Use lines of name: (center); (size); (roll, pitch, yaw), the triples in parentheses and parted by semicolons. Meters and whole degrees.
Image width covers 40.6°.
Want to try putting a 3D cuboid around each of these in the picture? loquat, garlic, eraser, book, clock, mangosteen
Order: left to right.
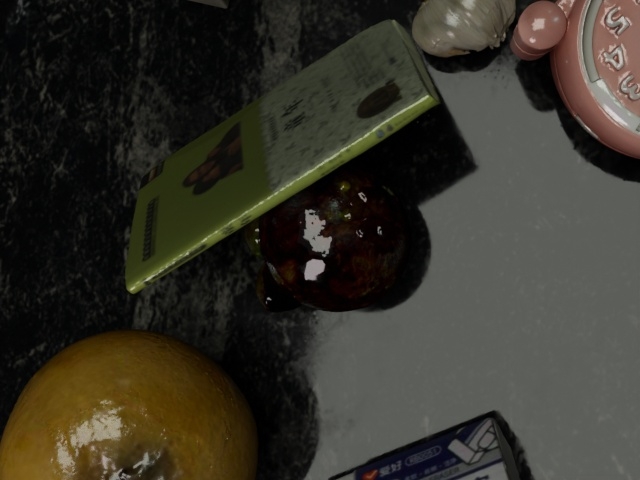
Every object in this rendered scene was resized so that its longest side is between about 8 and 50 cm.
loquat: (-0.194, 0.223, 0.883); (0.263, 0.263, 0.263); (-1, 85, 16)
book: (-0.050, -0.098, 0.894); (0.352, 0.239, 0.035); (-31, 119, 12)
mangosteen: (0.005, 0.002, 0.902); (0.184, 0.172, 0.172); (-44, 74, 37)
eraser: (0.096, 0.269, 0.862); (0.210, 0.124, 0.068); (-25, 119, 13)
garlic: (0.152, -0.239, 0.915); (0.113, 0.074, 0.094); (-44, 81, 15)
clock: (0.340, -0.185, 0.835); (0.227, 0.142, 0.241); (-44, 85, 9)

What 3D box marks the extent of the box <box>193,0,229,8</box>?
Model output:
box: (-0.143, -0.362, 0.921); (0.067, 0.243, 0.155); (15, 91, 11)
